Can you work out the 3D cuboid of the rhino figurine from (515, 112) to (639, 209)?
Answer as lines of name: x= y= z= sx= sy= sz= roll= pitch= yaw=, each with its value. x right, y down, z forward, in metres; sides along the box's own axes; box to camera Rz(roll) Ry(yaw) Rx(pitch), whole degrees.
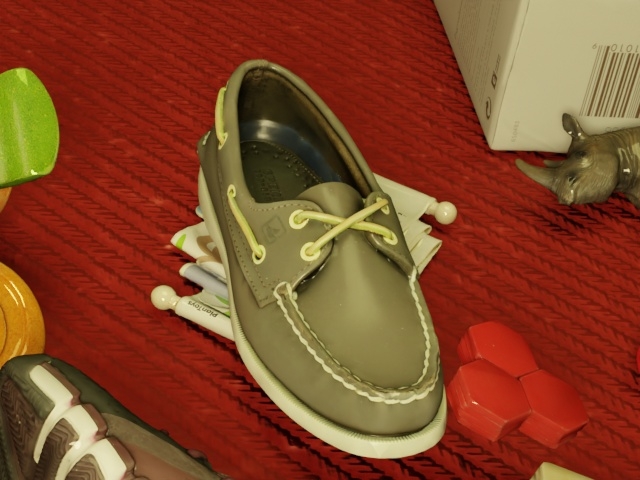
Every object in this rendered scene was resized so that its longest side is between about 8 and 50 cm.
rhino figurine: x=0.258 y=-0.046 z=1.004 sx=0.243 sy=0.073 sz=0.106 roll=3 pitch=41 yaw=-9

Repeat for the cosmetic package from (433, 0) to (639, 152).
cosmetic package: x=0.218 y=-0.236 z=1.178 sx=0.217 sy=0.156 sz=0.385 roll=1 pitch=38 yaw=-11

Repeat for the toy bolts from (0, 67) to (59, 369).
toy bolts: x=-0.277 y=0.011 z=0.776 sx=0.228 sy=0.158 sz=0.218 roll=-2 pitch=77 yaw=-33

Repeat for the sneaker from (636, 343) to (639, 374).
sneaker: x=0.295 y=0.099 z=0.829 sx=0.221 sy=0.087 sz=0.128 roll=19 pitch=44 yaw=31

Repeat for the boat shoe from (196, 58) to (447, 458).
boat shoe: x=-0.004 y=0.000 z=0.816 sx=0.109 sy=0.091 sz=0.305 roll=-5 pitch=38 yaw=-20

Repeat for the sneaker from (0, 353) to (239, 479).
sneaker: x=-0.034 y=0.153 z=0.652 sx=0.162 sy=0.106 sz=0.281 roll=-13 pitch=51 yaw=-40

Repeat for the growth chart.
growth chart: x=-0.010 y=0.005 z=0.907 sx=0.172 sy=0.021 sz=0.237 roll=19 pitch=36 yaw=13

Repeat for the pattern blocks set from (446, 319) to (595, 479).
pattern blocks set: x=0.164 y=0.189 z=0.647 sx=0.285 sy=0.026 sz=0.325 roll=27 pitch=33 yaw=-6
